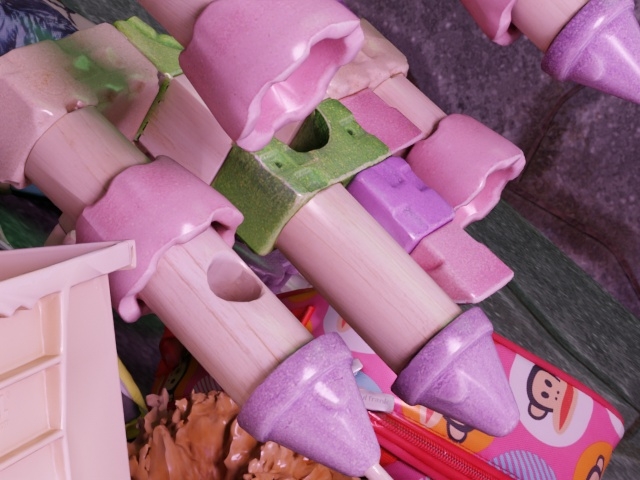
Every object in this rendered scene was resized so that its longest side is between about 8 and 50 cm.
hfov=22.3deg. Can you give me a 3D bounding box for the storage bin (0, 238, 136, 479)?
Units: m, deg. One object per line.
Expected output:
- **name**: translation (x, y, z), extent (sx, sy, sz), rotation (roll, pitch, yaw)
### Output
- **storage bin**: translation (-0.226, 0.084, 0.546), extent (0.262, 0.123, 0.260), rotation (-4, 5, 16)

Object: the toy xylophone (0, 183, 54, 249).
- **toy xylophone**: translation (-0.096, 0.004, 1.164), extent (0.323, 0.081, 0.236), rotation (11, -4, -18)

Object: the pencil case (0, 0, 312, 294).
- **pencil case**: translation (-0.160, -0.072, 1.354), extent (0.410, 0.160, 0.183), rotation (33, 25, -15)

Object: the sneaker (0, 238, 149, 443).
- **sneaker**: translation (-0.231, 0.024, 0.945), extent (0.385, 0.145, 0.147), rotation (40, 16, 6)

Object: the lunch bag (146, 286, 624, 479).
- **lunch bag**: translation (0.016, 0.112, 1.028), extent (0.258, 0.120, 0.293), rotation (32, -24, -22)

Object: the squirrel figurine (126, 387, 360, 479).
- **squirrel figurine**: translation (0.012, 0.240, 0.751), extent (0.370, 0.281, 0.397), rotation (11, 15, -38)

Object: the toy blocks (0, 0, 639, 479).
- **toy blocks**: translation (0.000, 0.000, 0.755), extent (0.260, 0.309, 0.288), rotation (45, 35, 12)
